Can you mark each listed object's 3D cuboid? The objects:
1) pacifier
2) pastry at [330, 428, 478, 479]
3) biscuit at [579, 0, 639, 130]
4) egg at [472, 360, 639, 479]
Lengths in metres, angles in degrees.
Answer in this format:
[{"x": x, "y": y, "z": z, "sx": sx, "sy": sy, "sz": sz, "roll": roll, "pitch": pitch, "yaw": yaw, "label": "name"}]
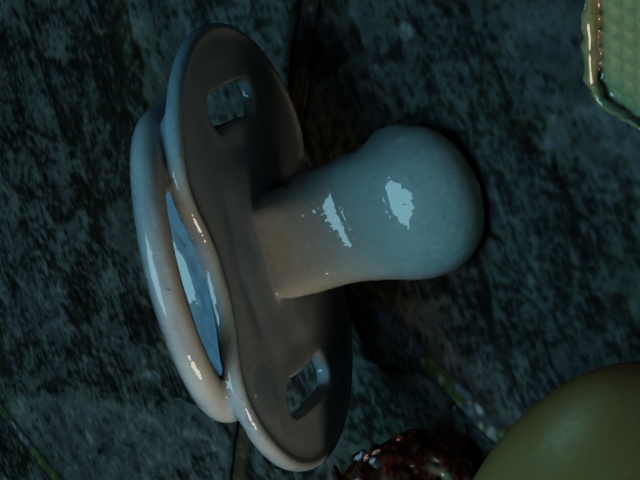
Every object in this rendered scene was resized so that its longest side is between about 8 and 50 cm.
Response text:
[{"x": 0.000, "y": 0.000, "z": 1.187, "sx": 0.207, "sy": 0.227, "sz": 0.279, "roll": -12, "pitch": 101, "yaw": 18, "label": "pacifier"}, {"x": 0.080, "y": 0.220, "z": 1.237, "sx": 0.208, "sy": 0.097, "sz": 0.115, "roll": 61, "pitch": 158, "yaw": 9, "label": "pastry"}, {"x": 0.163, "y": -0.134, "z": 0.732, "sx": 0.150, "sy": 0.052, "sz": 0.252, "roll": 31, "pitch": 142, "yaw": 40, "label": "biscuit"}, {"x": 0.156, "y": 0.180, "z": 0.995, "sx": 0.201, "sy": 0.201, "sz": 0.244, "roll": 16, "pitch": 109, "yaw": 53, "label": "egg"}]
